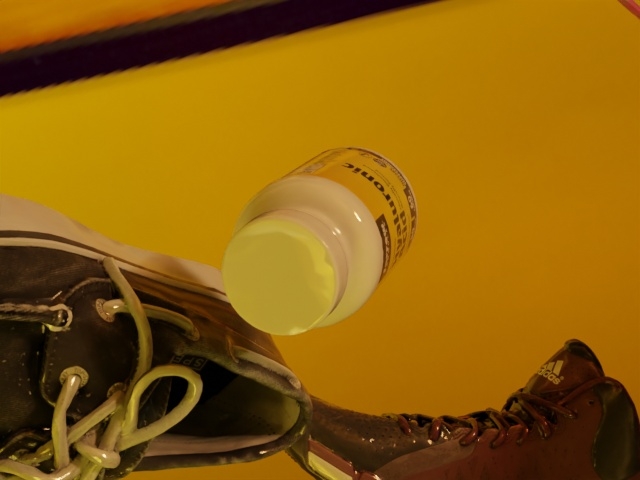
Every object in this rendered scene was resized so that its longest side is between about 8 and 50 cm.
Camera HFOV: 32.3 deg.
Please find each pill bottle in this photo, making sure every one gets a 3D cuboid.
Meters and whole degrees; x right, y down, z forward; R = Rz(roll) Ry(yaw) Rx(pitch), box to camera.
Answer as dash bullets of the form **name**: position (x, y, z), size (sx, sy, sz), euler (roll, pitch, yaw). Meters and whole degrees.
- **pill bottle**: position (0.000, 0.000, 0.472), size (0.065, 0.065, 0.116), euler (-2, -166, 17)

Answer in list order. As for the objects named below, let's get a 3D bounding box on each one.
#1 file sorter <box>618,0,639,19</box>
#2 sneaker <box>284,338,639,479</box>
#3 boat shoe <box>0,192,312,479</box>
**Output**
- **file sorter**: position (0.281, -0.322, 0.809), size (0.202, 0.182, 0.291), euler (-27, -128, 37)
- **sneaker**: position (0.111, 0.125, 0.768), size (0.162, 0.281, 0.106), euler (-62, -163, 3)
- **boat shoe**: position (-0.109, 0.063, 0.489), size (0.113, 0.306, 0.105), euler (-49, -120, 10)
